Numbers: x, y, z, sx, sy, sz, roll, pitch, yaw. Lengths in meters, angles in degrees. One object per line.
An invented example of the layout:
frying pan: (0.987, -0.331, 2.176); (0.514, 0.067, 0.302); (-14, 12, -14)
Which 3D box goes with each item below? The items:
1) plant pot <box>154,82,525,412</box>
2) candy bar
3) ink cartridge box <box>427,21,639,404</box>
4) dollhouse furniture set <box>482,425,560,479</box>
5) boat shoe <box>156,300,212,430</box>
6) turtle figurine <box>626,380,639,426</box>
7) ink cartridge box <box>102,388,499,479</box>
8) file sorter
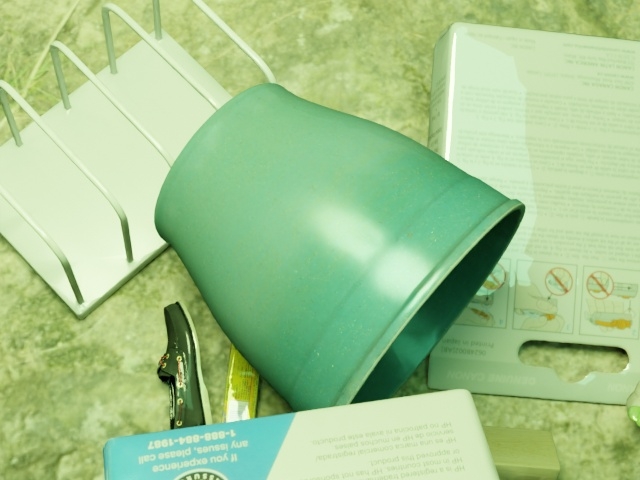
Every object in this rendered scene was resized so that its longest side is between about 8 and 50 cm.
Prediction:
plant pot: (0.000, 0.000, 0.902); (0.255, 0.272, 0.272); (39, 70, 14)
candy bar: (-0.077, 0.142, 0.984); (0.040, 0.018, 0.162); (6, 70, -1)
ink cartridge box: (0.267, -0.025, 1.074); (0.308, 0.091, 0.385); (5, 86, -6)
dollhouse furniture set: (0.152, 0.275, 0.960); (0.144, 0.123, 0.151); (6, 35, -5)
boat shoe: (-0.136, 0.123, 0.967); (0.042, 0.049, 0.133); (-7, 75, -18)
turtle figurine: (0.412, 0.090, 0.918); (0.197, 0.266, 0.274); (2, 28, -37)
ink cartridge box: (0.010, 0.327, 0.692); (0.285, 0.166, 0.395); (-6, 51, -9)
file sorter: (-0.197, -0.103, 0.976); (0.277, 0.173, 0.193); (-42, 81, -19)
